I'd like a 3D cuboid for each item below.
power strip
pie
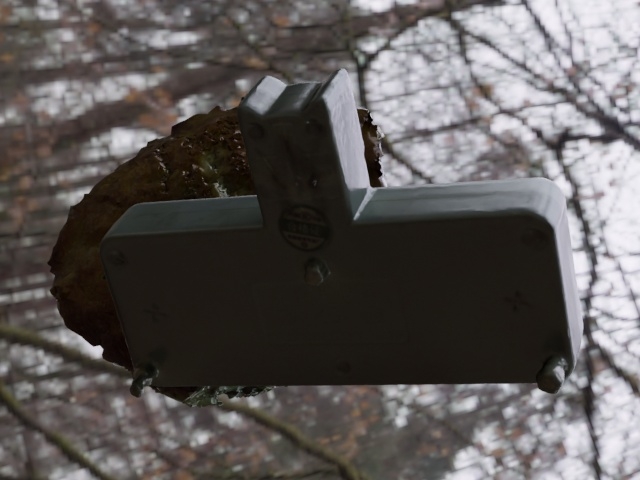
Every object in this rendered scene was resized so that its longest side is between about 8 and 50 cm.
[{"bbox_3d":[0.000,0.000,0.597,0.216,0.061,0.145,-4,-63,19],"label":"power strip"},{"bbox_3d":[-0.081,0.001,1.275,0.288,0.355,0.103,59,-11,30],"label":"pie"}]
